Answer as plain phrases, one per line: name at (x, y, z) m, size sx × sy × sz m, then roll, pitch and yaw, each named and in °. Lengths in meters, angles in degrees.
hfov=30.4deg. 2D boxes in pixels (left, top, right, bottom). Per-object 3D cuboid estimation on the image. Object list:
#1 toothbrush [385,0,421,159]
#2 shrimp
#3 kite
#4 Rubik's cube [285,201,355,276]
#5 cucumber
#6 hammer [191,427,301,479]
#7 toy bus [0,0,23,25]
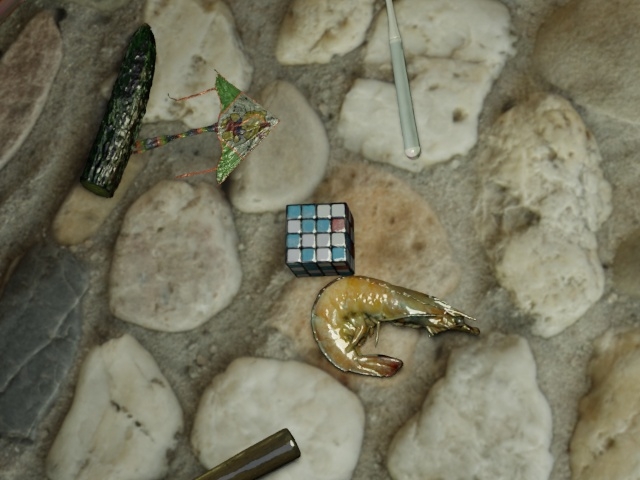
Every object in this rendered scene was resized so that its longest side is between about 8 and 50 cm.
toothbrush at (0.116, -0.288, 1.837) m, size 0.030 × 0.025 × 0.342 m, roll -14°, pitch 74°, yaw 11°
shrimp at (0.106, 0.131, 1.727) m, size 0.251 × 0.052 × 0.143 m, roll 9°, pitch 88°, yaw 20°
kite at (-0.184, -0.178, 1.873) m, size 0.245 × 0.006 × 0.198 m, roll -8°, pitch 75°, yaw 8°
Rubik's cube at (0.000, 0.000, 1.750) m, size 0.092 × 0.092 × 0.092 m, roll -2°, pitch 76°, yaw 9°
cucumber at (-0.309, -0.212, 1.874) m, size 0.068 × 0.067 × 0.293 m, roll 14°, pitch 77°, yaw 13°
hammer at (-0.228, 0.399, 1.718) m, size 0.440 × 0.044 × 0.168 m, roll -28°, pitch 75°, yaw 2°
toy bus at (-0.564, -0.402, 1.884) m, size 0.303 × 0.147 × 0.127 m, roll -43°, pitch 81°, yaw 16°
